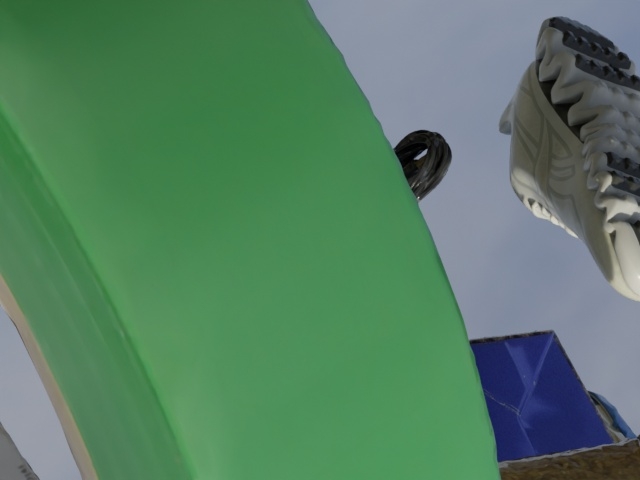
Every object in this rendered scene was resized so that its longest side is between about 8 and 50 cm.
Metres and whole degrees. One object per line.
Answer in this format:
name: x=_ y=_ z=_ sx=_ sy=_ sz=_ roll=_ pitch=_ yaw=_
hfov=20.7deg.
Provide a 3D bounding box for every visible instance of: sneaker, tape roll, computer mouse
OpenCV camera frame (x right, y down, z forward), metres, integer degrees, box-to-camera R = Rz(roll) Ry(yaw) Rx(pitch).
sneaker: x=0.210 y=-0.046 z=1.344 sx=0.118 sy=0.110 sz=0.292 roll=-52 pitch=-151 yaw=30
tape roll: x=-0.091 y=0.029 z=0.470 sx=0.077 sy=0.321 sz=0.321 roll=-29 pitch=-165 yaw=-33
computer mouse: x=0.000 y=0.000 z=1.048 sx=0.242 sy=0.041 sz=0.071 roll=-29 pitch=-141 yaw=46

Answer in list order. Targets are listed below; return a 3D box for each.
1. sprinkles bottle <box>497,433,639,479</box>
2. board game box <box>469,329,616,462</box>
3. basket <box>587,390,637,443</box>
sprinkles bottle: x=0.078 y=0.192 z=1.031 sx=0.355 sy=0.121 sz=0.121 roll=-8 pitch=-158 yaw=-7
board game box: x=0.110 y=0.249 z=1.330 sx=0.232 sy=0.141 sz=0.291 roll=64 pitch=-37 yaw=32
basket: x=0.227 y=0.260 z=1.651 sx=0.255 sy=0.289 sz=0.201 roll=-39 pitch=-128 yaw=22
